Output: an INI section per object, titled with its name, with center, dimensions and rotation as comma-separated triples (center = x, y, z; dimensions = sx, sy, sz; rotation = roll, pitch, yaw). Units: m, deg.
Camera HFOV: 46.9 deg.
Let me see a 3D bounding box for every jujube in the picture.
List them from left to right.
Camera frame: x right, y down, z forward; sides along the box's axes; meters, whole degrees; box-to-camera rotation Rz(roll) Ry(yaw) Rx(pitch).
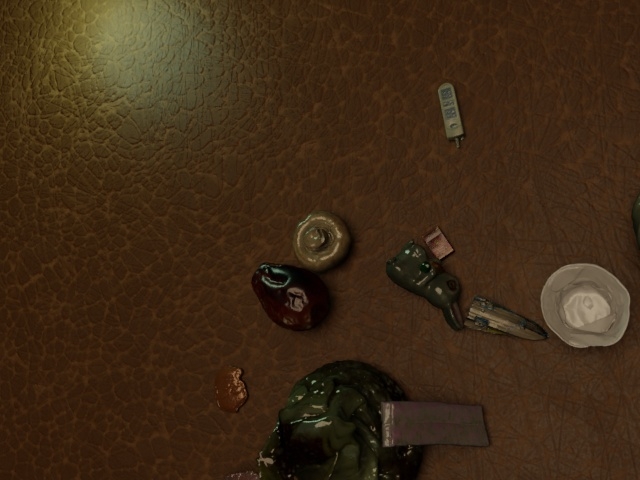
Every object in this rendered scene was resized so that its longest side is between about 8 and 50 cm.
[jujube]
center = -0.088, 0.141, 1.976
dimensions = 0.236, 0.168, 0.168
rotation = 32, 92, 30

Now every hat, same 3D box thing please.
[hat]
center = 0.614, 0.156, 1.707
dimensions = 0.203, 0.126, 0.203
rotation = -4, 78, 21

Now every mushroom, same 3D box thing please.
[mushroom]
center = 0.000, 0.000, 1.982
dimensions = 0.166, 0.127, 0.166
rotation = -7, 71, 20

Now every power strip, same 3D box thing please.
[power strip]
center = 0.348, -0.335, 1.960
dimensions = 0.048, 0.030, 0.191
rotation = -14, 74, 19

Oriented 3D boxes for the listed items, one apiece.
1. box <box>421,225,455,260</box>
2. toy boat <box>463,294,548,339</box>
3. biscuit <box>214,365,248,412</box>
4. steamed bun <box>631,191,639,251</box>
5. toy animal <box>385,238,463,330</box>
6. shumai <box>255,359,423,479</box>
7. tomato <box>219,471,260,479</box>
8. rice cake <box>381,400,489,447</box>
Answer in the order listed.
[box]
center = 0.305, 0.009, 1.915
dimensions = 0.052, 0.023, 0.082
rotation = -35, 70, 11
[toy boat]
center = 0.454, 0.200, 1.802
dimensions = 0.210, 0.066, 0.084
rotation = 20, 77, 12
[biscuit]
center = -0.252, 0.416, 2.059
dimensions = 0.102, 0.019, 0.130
rotation = -13, 76, 20
[steamed bun]
center = 0.863, -0.005, 1.574
dimensions = 0.343, 0.255, 0.367
rotation = -17, 44, 36
[toy animal]
center = 0.283, 0.115, 1.866
dimensions = 0.251, 0.127, 0.125
rotation = 44, 105, 5
[shumai]
center = 0.039, 0.468, 1.761
dimensions = 0.395, 0.348, 0.394
rotation = -6, 73, 19
[tomato]
center = -0.184, 0.706, 1.926
dimensions = 0.228, 0.112, 0.199
rotation = 7, 75, 24
[rice cake]
center = 0.265, 0.430, 1.727
dimensions = 0.050, 0.298, 0.106
rotation = -24, 62, 57
